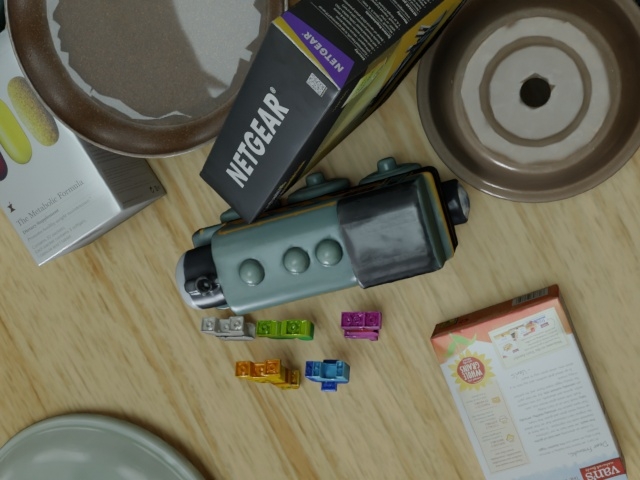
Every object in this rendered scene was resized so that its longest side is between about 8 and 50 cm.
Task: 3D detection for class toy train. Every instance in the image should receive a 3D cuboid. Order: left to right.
[{"bbox_3d":[0.000,0.000,1.033,0.334,0.190,0.142,-13,98,15],"label":"toy train"}]

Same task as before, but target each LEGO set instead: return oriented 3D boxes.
[{"bbox_3d":[-0.028,0.142,1.132,0.227,0.093,0.087,-2,70,18],"label":"LEGO set"}]

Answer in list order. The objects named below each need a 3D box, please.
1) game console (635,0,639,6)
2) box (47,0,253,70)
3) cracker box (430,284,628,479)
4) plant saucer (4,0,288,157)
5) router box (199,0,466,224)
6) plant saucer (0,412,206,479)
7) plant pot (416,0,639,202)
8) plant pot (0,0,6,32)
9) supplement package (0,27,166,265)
[{"bbox_3d":[0.394,-0.279,0.939,0.144,0.085,0.124,-36,91,18],"label":"game console"},{"bbox_3d":[-0.179,-0.287,1.049,0.232,0.127,0.149,-10,98,15],"label":"box"},{"bbox_3d":[0.243,0.187,1.080,0.155,0.067,0.232,-20,95,17],"label":"cracker box"},{"bbox_3d":[-0.179,-0.244,0.966,0.310,0.050,0.311,3,104,12],"label":"plant saucer"},{"bbox_3d":[0.020,-0.165,0.893,0.081,0.309,0.243,46,64,1],"label":"router box"},{"bbox_3d":[-0.308,0.434,1.231,0.400,0.100,0.400,4,104,15],"label":"plant saucer"},{"bbox_3d":[0.220,-0.155,0.932,0.263,0.229,0.263,2,101,11],"label":"plant pot"},{"bbox_3d":[-0.460,-0.408,1.005,0.334,0.341,0.341,28,106,-3],"label":"plant pot"},{"bbox_3d":[-0.325,-0.117,1.114,0.139,0.134,0.244,-31,93,17],"label":"supplement package"}]
